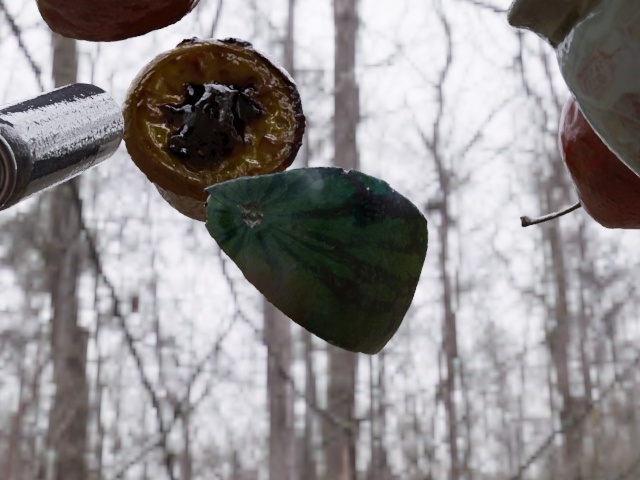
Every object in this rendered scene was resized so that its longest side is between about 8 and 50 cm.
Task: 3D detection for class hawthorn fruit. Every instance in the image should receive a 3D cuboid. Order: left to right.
[{"bbox_3d":[0.266,-0.054,1.352,0.165,0.165,0.285,6,-26,-11],"label":"hawthorn fruit"}]

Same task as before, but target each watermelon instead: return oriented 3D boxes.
[{"bbox_3d":[0.014,0.000,1.468,0.231,0.128,0.146,32,-69,-34],"label":"watermelon"}]

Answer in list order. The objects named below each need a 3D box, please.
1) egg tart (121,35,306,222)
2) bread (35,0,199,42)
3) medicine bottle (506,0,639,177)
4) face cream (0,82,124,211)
[{"bbox_3d":[-0.128,-0.121,1.783,0.215,0.215,0.171,2,-22,-4],"label":"egg tart"},{"bbox_3d":[-0.213,-0.319,1.624,0.244,0.190,0.123,-7,-21,-16],"label":"bread"},{"bbox_3d":[0.190,-0.115,0.784,0.147,0.143,0.147,-38,-8,-6],"label":"medicine bottle"},{"bbox_3d":[-0.225,-0.071,1.154,0.073,0.073,0.283,-6,10,11],"label":"face cream"}]
